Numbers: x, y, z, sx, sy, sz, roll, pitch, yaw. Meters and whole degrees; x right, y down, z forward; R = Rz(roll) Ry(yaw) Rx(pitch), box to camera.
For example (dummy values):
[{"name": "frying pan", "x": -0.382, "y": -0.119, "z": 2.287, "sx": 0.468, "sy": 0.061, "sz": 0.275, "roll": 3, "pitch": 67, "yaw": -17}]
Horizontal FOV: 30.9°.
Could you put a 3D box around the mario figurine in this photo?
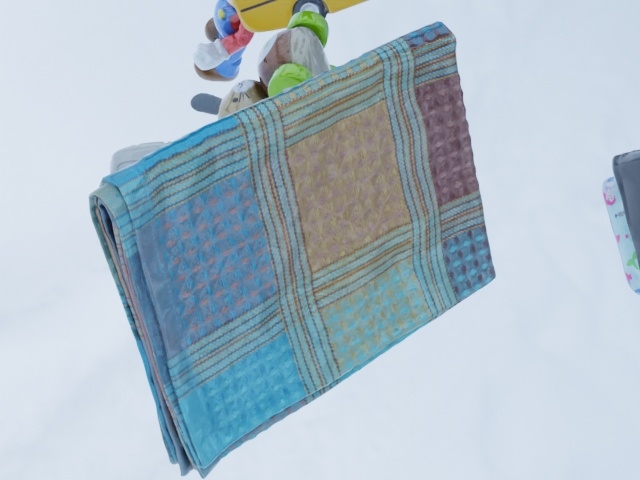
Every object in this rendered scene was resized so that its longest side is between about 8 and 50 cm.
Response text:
[{"name": "mario figurine", "x": -0.155, "y": -0.411, "z": 1.964, "sx": 0.170, "sy": 0.320, "sz": 0.198, "roll": -16, "pitch": 72, "yaw": -28}]

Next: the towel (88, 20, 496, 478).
[{"name": "towel", "x": 0.000, "y": 0.000, "z": 0.976, "sx": 0.370, "sy": 0.040, "sz": 0.271, "roll": -29, "pitch": 119, "yaw": -30}]

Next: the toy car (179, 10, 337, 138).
[{"name": "toy car", "x": -0.077, "y": -0.167, "z": 1.369, "sx": 0.155, "sy": 0.188, "sz": 0.149, "roll": -78, "pitch": 153, "yaw": -51}]

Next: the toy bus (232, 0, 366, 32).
[{"name": "toy bus", "x": 0.033, "y": -0.411, "z": 1.717, "sx": 0.108, "sy": 0.333, "sz": 0.130, "roll": -80, "pitch": 150, "yaw": -62}]

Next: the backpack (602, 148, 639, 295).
[{"name": "backpack", "x": 0.527, "y": -0.035, "z": 1.581, "sx": 0.254, "sy": 0.191, "sz": 0.225, "roll": -9, "pitch": 80, "yaw": -25}]

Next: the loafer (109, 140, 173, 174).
[{"name": "loafer", "x": -0.130, "y": -0.055, "z": 1.525, "sx": 0.112, "sy": 0.320, "sz": 0.111, "roll": 74, "pitch": 28, "yaw": -69}]
